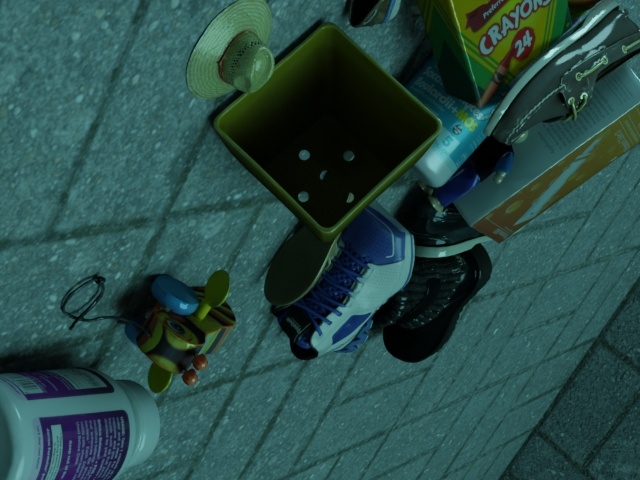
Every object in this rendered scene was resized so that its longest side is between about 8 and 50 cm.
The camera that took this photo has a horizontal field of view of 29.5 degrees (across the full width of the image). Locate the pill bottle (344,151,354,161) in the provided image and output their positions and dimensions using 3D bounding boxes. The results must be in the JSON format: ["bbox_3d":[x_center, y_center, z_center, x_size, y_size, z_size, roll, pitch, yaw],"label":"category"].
[{"bbox_3d":[0.052,-0.130,1.812,0.067,0.067,0.120,-53,155,8],"label":"pill bottle"}]

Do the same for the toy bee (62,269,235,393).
[{"bbox_3d":[-0.202,0.139,1.674,0.298,0.162,0.195,-21,145,-46],"label":"toy bee"}]

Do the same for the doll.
[{"bbox_3d":[0.241,-0.129,1.903,0.189,0.129,0.046,-35,148,12],"label":"doll"}]

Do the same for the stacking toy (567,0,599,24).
[{"bbox_3d":[0.370,-0.394,1.895,0.166,0.175,0.302,-31,164,-22],"label":"stacking toy"}]

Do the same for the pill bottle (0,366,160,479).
[{"bbox_3d":[-0.349,0.252,1.585,0.169,0.169,0.301,-56,154,15],"label":"pill bottle"}]

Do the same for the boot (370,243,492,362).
[{"bbox_3d":[0.141,0.134,2.256,0.260,0.131,0.348,-19,150,-38],"label":"boot"}]

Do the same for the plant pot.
[{"bbox_3d":[0.009,-0.119,1.619,0.212,0.212,0.187,-43,167,-12],"label":"plant pot"}]

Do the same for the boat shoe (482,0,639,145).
[{"bbox_3d":[0.363,-0.234,1.777,0.324,0.097,0.116,-42,172,-29],"label":"boat shoe"}]

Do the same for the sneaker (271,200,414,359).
[{"bbox_3d":[0.028,0.097,2.027,0.182,0.127,0.315,-23,147,-47],"label":"sneaker"}]

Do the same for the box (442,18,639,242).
[{"bbox_3d":[0.364,-0.172,2.004,0.345,0.168,0.215,-37,161,13],"label":"box"}]

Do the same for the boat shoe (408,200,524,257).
[{"bbox_3d":[0.273,-0.061,2.222,0.340,0.127,0.113,-17,111,-43],"label":"boat shoe"}]

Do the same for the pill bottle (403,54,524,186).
[{"bbox_3d":[0.211,-0.220,1.850,0.264,0.146,0.146,-49,155,-2],"label":"pill bottle"}]

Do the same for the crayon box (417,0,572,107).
[{"bbox_3d":[0.223,-0.362,1.643,0.202,0.081,0.318,-42,136,-16],"label":"crayon box"}]

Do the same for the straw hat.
[{"bbox_3d":[-0.090,-0.215,1.467,0.144,0.061,0.144,-38,153,-23],"label":"straw hat"}]

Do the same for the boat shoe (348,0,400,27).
[{"bbox_3d":[0.073,-0.339,1.549,0.066,0.066,0.183,-34,151,-27],"label":"boat shoe"}]

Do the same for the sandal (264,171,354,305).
[{"bbox_3d":[0.004,0.004,1.902,0.079,0.088,0.240,7,116,-54],"label":"sandal"}]
